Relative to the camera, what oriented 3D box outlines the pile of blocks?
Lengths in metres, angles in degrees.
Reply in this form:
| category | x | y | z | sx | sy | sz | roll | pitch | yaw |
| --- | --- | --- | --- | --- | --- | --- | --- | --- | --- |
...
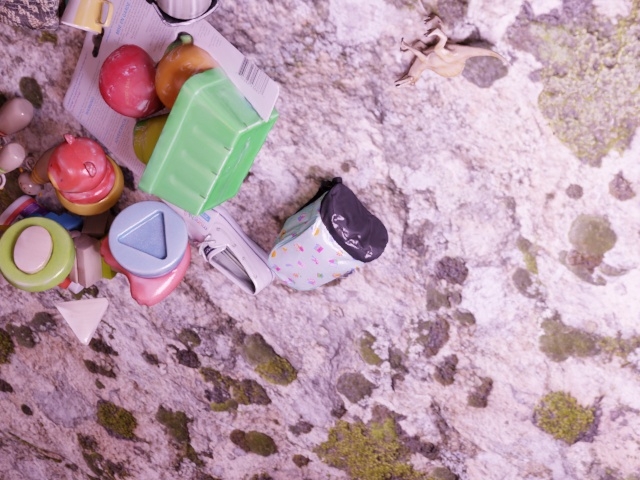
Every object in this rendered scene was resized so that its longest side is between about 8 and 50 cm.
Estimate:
| category | x | y | z | sx | sy | sz | roll | pitch | yaw |
| --- | --- | --- | --- | --- | --- | --- | --- | --- | --- |
| pile of blocks | -0.444 | 0.025 | 1.746 | 0.362 | 0.149 | 0.113 | 4 | 124 | -3 |

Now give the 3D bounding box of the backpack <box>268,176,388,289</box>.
| category | x | y | z | sx | sy | sz | roll | pitch | yaw |
| --- | --- | --- | --- | --- | --- | --- | --- | --- | --- |
| backpack | 0.000 | 0.000 | 1.551 | 0.182 | 0.115 | 0.152 | -27 | 109 | 41 |

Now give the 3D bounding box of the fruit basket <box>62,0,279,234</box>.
| category | x | y | z | sx | sy | sz | roll | pitch | yaw |
| --- | --- | --- | --- | --- | --- | --- | --- | --- | --- |
| fruit basket | -0.242 | -0.229 | 1.520 | 0.353 | 0.165 | 0.327 | 45 | 129 | 17 |

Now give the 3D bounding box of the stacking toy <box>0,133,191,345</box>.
| category | x | y | z | sx | sy | sz | roll | pitch | yaw |
| --- | --- | --- | --- | --- | --- | --- | --- | --- | --- |
| stacking toy | -0.388 | -0.008 | 1.600 | 0.309 | 0.279 | 0.130 | 41 | 162 | 12 |

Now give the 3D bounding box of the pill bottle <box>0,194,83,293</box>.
| category | x | y | z | sx | sy | sz | roll | pitch | yaw |
| --- | --- | --- | --- | --- | --- | --- | --- | --- | --- |
| pill bottle | -0.517 | 0.011 | 1.831 | 0.193 | 0.108 | 0.108 | 38 | 131 | -1 |

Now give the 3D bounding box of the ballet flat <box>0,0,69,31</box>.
| category | x | y | z | sx | sy | sz | roll | pitch | yaw |
| --- | --- | --- | --- | --- | --- | --- | --- | --- | --- |
| ballet flat | -0.436 | -0.512 | 1.372 | 0.182 | 0.164 | 0.483 | -2 | 135 | -23 |

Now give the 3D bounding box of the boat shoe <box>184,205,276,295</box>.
| category | x | y | z | sx | sy | sz | roll | pitch | yaw |
| --- | --- | --- | --- | --- | --- | --- | --- | --- | --- |
| boat shoe | -0.175 | 0.004 | 1.669 | 0.226 | 0.076 | 0.083 | 37 | 130 | 1 |

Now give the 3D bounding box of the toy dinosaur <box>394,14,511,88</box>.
| category | x | y | z | sx | sy | sz | roll | pitch | yaw |
| --- | --- | --- | --- | --- | --- | --- | --- | --- | --- |
| toy dinosaur | 0.174 | -0.264 | 1.332 | 0.183 | 0.053 | 0.093 | -10 | 132 | 40 |

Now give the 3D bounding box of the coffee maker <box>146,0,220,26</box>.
| category | x | y | z | sx | sy | sz | roll | pitch | yaw |
| --- | --- | --- | --- | --- | --- | --- | --- | --- | --- |
| coffee maker | -0.214 | -0.410 | 1.335 | 0.171 | 0.120 | 0.178 | 36 | 160 | 4 |

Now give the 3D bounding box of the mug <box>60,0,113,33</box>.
| category | x | y | z | sx | sy | sz | roll | pitch | yaw |
| --- | --- | --- | --- | --- | --- | --- | --- | --- | --- |
| mug | -0.354 | -0.356 | 1.478 | 0.078 | 0.062 | 0.064 | 15 | 94 | -5 |

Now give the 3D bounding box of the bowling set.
| category | x | y | z | sx | sy | sz | roll | pitch | yaw |
| --- | --- | --- | --- | --- | --- | --- | --- | --- | --- |
| bowling set | -0.602 | -0.176 | 1.696 | 0.154 | 0.200 | 0.287 | -27 | 103 | 39 |
